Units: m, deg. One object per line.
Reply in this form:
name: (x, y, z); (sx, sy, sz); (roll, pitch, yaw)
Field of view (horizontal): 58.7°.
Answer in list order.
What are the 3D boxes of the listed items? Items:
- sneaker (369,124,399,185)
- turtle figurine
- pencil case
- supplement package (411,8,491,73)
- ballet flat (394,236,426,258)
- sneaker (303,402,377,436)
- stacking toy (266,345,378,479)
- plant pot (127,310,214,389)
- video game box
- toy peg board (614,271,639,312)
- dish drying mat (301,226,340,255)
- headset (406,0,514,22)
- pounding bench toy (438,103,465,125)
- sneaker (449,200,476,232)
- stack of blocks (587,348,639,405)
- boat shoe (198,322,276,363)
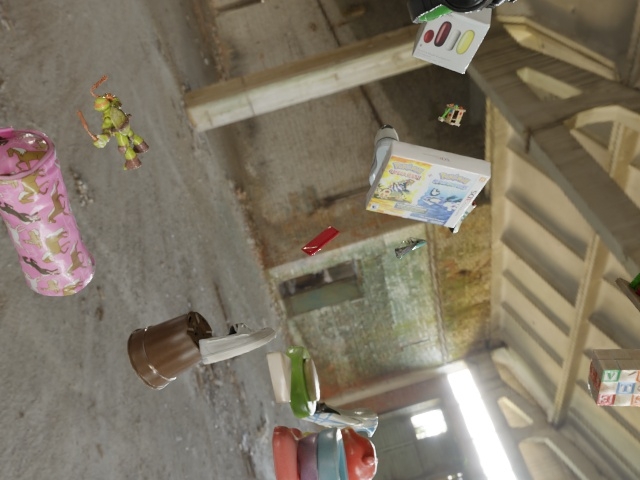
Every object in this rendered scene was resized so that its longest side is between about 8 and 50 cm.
sneaker: (0.200, -0.243, 1.701); (0.258, 0.094, 0.091); (95, 4, -64)
turtle figurine: (-0.542, -0.313, 1.527); (0.217, 0.087, 0.269); (66, 8, -45)
pencil case: (-0.594, -0.051, 1.202); (0.385, 0.167, 0.160); (96, 15, -48)
supplement package: (0.438, -0.706, 1.899); (0.203, 0.194, 0.149); (112, -5, -56)
ballet flat: (0.253, 0.013, 1.611); (0.041, 0.114, 0.041); (38, -38, 37)
sneaker: (0.047, 0.529, 1.670); (0.085, 0.238, 0.086); (-48, 144, -86)
stacking toy: (0.014, 0.311, 0.966); (0.309, 0.131, 0.279); (53, 28, -76)
plant pot: (-0.368, 0.267, 1.444); (0.166, 0.165, 0.167); (59, 12, -21)
video game box: (0.216, -0.111, 1.174); (0.187, 0.205, 0.048); (110, -11, -54)
toy peg board: (0.781, 0.133, 1.275); (0.160, 0.161, 0.079); (-84, -161, -64)
dish drying mat: (0.000, 0.000, 1.167); (0.032, 0.083, 0.008); (30, -31, 40)
headset: (0.378, -0.559, 1.269); (0.394, 0.244, 0.185); (-9, -75, 55)
pounding bench toy: (0.464, -0.453, 2.031); (0.052, 0.083, 0.065); (43, -55, 45)
sneaker: (0.430, -0.086, 1.710); (0.161, 0.076, 0.057); (90, -17, -45)
stack of blocks: (0.885, 0.347, 1.508); (0.087, 0.298, 0.171); (-77, 163, -60)
boat shoe: (-0.179, 0.212, 1.232); (0.066, 0.184, 0.063); (-20, -95, 56)
